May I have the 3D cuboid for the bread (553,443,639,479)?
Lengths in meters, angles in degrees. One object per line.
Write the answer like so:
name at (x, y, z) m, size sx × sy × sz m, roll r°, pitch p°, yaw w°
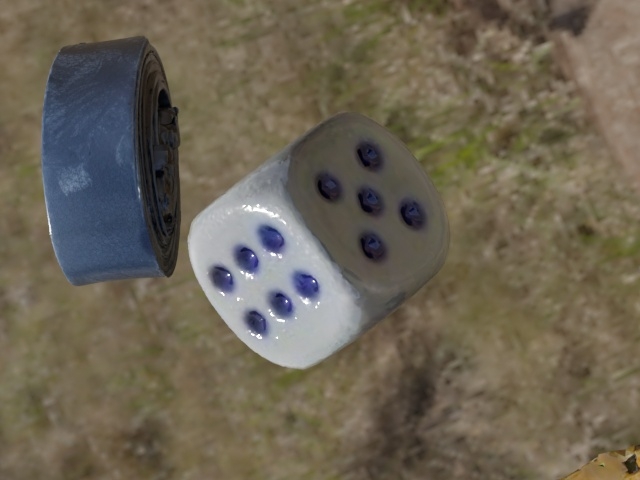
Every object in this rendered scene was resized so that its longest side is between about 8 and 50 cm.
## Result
bread at (0.251, 0.266, 0.994) m, size 0.248 × 0.315 × 0.279 m, roll 49°, pitch -171°, yaw -38°

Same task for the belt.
belt at (-0.137, -0.058, 1.154) m, size 0.190 × 0.082 × 0.141 m, roll -92°, pitch -6°, yaw -46°

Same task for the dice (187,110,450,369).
dice at (0.000, 0.000, 1.674) m, size 0.194 × 0.192 × 0.193 m, roll 53°, pitch 139°, yaw -4°
